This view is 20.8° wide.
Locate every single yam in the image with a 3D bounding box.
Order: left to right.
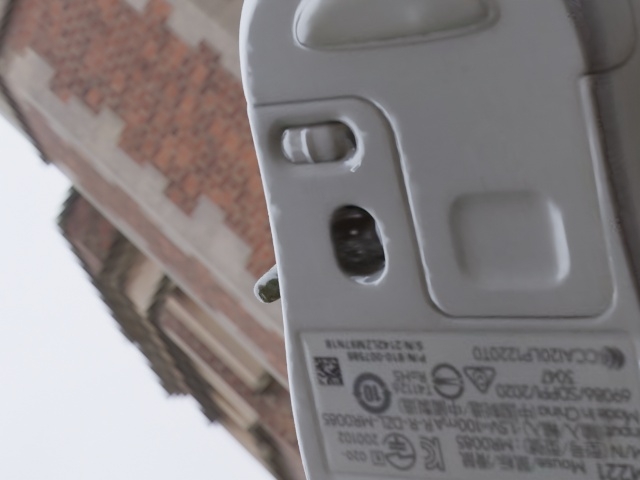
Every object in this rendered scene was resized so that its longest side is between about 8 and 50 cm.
[{"bbox_3d":[0.000,0.000,1.101,0.116,0.021,0.021,-43,-26,-27],"label":"yam"}]

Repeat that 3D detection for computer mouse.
[{"bbox_3d":[0.070,0.007,0.602,0.121,0.184,0.296,-31,-72,-51],"label":"computer mouse"}]
